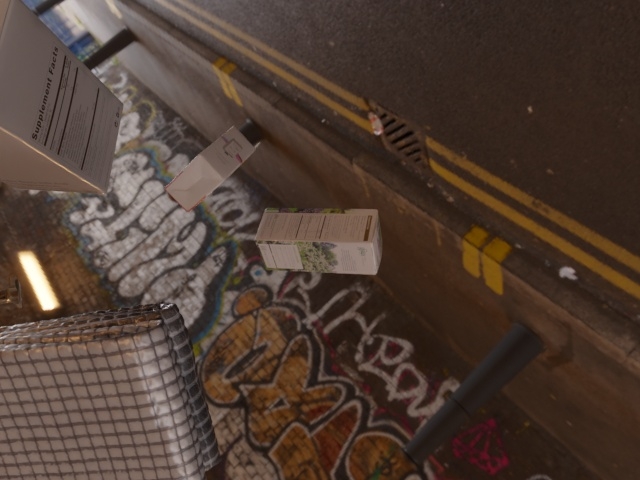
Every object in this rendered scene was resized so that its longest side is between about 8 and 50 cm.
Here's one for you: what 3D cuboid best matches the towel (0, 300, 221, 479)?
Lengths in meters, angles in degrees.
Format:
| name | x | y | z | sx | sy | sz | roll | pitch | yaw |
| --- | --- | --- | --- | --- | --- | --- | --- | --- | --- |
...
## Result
| name | x | y | z | sx | sy | sz | roll | pitch | yaw |
| --- | --- | --- | --- | --- | --- | --- | --- | --- | --- |
| towel | -0.287 | 0.207 | 0.656 | 0.121 | 0.284 | 0.235 | -75 | -25 | -72 |

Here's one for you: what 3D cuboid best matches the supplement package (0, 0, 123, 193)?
| name | x | y | z | sx | sy | sz | roll | pitch | yaw |
| --- | --- | --- | --- | --- | --- | --- | --- | --- | --- |
| supplement package | -0.455 | -0.198 | 0.780 | 0.178 | 0.175 | 0.293 | 4 | 167 | 8 |

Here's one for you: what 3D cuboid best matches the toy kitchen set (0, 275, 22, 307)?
| name | x | y | z | sx | sy | sz | roll | pitch | yaw |
| --- | --- | --- | --- | --- | --- | --- | --- | --- | --- |
| toy kitchen set | -0.787 | 0.141 | 1.308 | 0.083 | 0.075 | 0.068 | 120 | 135 | -56 |

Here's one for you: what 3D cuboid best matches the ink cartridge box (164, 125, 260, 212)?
| name | x | y | z | sx | sy | sz | roll | pitch | yaw |
| --- | --- | --- | --- | --- | --- | --- | --- | --- | --- |
| ink cartridge box | -0.203 | -0.149 | 1.027 | 0.067 | 0.115 | 0.198 | 48 | -149 | -12 |

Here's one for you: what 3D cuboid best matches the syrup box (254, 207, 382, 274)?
| name | x | y | z | sx | sy | sz | roll | pitch | yaw |
| --- | --- | --- | --- | --- | --- | --- | --- | --- | --- |
| syrup box | 0.000 | 0.000 | 1.052 | 0.237 | 0.096 | 0.093 | 1 | 137 | 14 |
